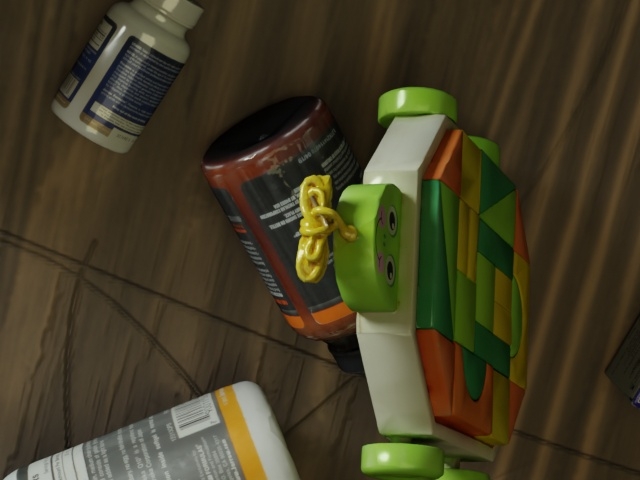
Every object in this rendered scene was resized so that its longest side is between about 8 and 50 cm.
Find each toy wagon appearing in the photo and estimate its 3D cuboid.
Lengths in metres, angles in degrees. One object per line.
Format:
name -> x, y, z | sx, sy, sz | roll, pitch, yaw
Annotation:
toy wagon -> 0.073, 0.033, 1.275 | 0.068, 0.344, 0.267 | -2, 76, 20

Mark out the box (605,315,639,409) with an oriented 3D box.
box -> 0.320, 0.093, 1.468 | 0.137, 0.072, 0.126 | 27, 100, -16

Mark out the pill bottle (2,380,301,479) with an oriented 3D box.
pill bottle -> -0.146, 0.223, 1.375 | 0.278, 0.162, 0.162 | -22, 108, -3

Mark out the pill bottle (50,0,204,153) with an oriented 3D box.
pill bottle -> -0.135, -0.128, 1.329 | 0.067, 0.067, 0.120 | 31, 98, -16

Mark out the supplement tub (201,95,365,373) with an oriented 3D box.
supplement tub -> 0.000, 0.000, 1.369 | 0.106, 0.106, 0.198 | -29, 108, -1
